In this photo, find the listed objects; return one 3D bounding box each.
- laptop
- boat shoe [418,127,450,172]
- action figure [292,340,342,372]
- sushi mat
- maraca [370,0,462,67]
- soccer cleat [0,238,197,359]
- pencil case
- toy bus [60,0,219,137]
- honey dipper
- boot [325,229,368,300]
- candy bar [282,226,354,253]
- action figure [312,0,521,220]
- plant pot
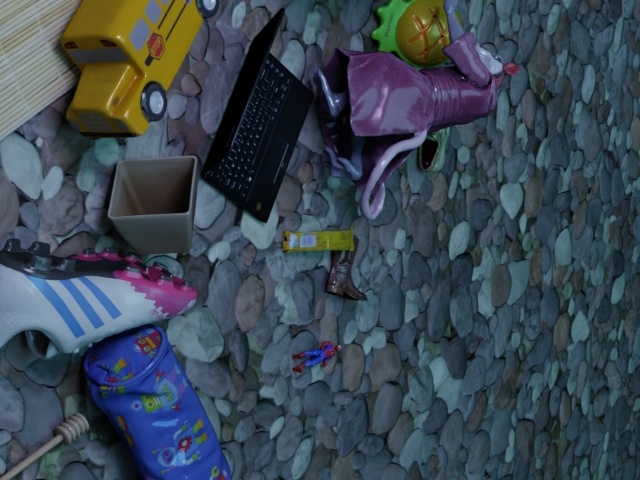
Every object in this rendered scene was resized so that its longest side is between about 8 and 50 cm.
[{"bbox_3d":[-0.070,-0.177,1.798,0.264,0.137,0.234,38,67,-49],"label":"laptop"},{"bbox_3d":[0.205,-0.190,2.227,0.045,0.050,0.135,-15,108,-56],"label":"boat shoe"},{"bbox_3d":[-0.001,0.193,2.046,0.115,0.030,0.038,-18,105,-52],"label":"action figure"},{"bbox_3d":[-0.381,-0.214,1.480,0.316,0.019,0.151,-46,131,-38],"label":"sushi mat"},{"bbox_3d":[0.169,-0.365,2.114,0.186,0.099,0.127,4,103,-32],"label":"maraca"},{"bbox_3d":[-0.304,0.085,1.578,0.331,0.116,0.143,11,103,-51],"label":"soccer cleat"},{"bbox_3d":[-0.223,0.262,1.691,0.133,0.119,0.306,-41,128,-30],"label":"pencil case"},{"bbox_3d":[-0.228,-0.291,1.568,0.130,0.108,0.332,56,48,-46],"label":"toy bus"},{"bbox_3d":[-0.367,0.279,1.579,0.161,0.030,0.030,-38,125,-41],"label":"honey dipper"},{"bbox_3d":[0.054,0.043,2.086,0.106,0.037,0.114,22,75,-51],"label":"boot"},{"bbox_3d":[0.000,0.000,2.000,0.162,0.018,0.040,-3,95,-43],"label":"candy bar"},{"bbox_3d":[0.180,-0.234,1.979,0.370,0.275,0.248,-15,144,-21],"label":"action figure"},{"bbox_3d":[-0.217,-0.040,1.643,0.096,0.109,0.109,82,7,-48],"label":"plant pot"}]
